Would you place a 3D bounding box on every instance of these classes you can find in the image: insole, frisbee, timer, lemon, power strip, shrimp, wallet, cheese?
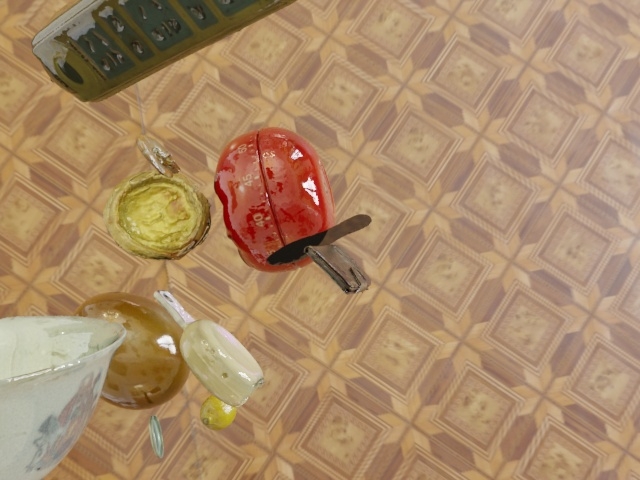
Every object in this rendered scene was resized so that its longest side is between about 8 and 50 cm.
[{"bbox_3d":[0.000,0.000,1.416,0.253,0.086,0.005,-25,121,-11],"label":"insole"},{"bbox_3d":[-0.419,0.500,1.645,0.014,0.110,0.110,-12,81,-7],"label":"frisbee"},{"bbox_3d":[-0.112,-0.105,1.674,0.278,0.378,0.378,-14,81,5],"label":"timer"},{"bbox_3d":[-0.181,0.301,1.133,0.062,0.083,0.062,4,100,24],"label":"lemon"},{"bbox_3d":[-0.162,-0.200,0.584,0.092,0.387,0.066,47,55,-31],"label":"power strip"},{"bbox_3d":[-0.339,-0.172,1.392,0.045,0.162,0.095,-45,60,0],"label":"shrimp"},{"bbox_3d":[0.043,0.052,1.262,0.122,0.232,0.031,45,99,10],"label":"wallet"},{"bbox_3d":[-0.182,0.160,1.013,0.064,0.137,0.227,-44,78,3],"label":"cheese"}]

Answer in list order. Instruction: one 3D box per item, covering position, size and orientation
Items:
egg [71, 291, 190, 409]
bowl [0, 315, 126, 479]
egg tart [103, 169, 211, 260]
[{"bbox_3d":[-0.505,0.290,1.716,0.282,0.282,0.351,-46,104,-8],"label":"egg"},{"bbox_3d":[-0.430,0.212,0.706,0.434,0.435,0.196,-2,94,-3],"label":"bowl"},{"bbox_3d":[-0.416,-0.059,1.667,0.278,0.095,0.279,5,61,-9],"label":"egg tart"}]
